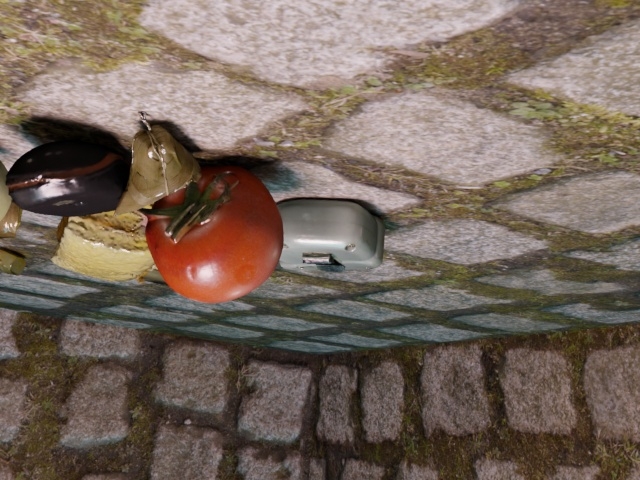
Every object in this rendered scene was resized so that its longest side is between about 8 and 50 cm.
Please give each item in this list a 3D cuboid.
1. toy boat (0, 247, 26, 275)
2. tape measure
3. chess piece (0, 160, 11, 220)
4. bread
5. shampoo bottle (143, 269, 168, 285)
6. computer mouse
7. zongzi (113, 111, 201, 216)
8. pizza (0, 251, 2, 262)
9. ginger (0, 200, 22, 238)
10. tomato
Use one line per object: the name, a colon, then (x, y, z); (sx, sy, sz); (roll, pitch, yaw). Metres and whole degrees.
toy boat: (-0.886, 0.060, 2.525); (0.066, 0.065, 0.172); (23, 165, 5)
tape measure: (0.000, 0.000, 1.870); (0.243, 0.125, 0.246); (-2, 166, 22)
chess piece: (-0.639, -0.123, 1.396); (0.234, 0.234, 0.442); (4, 169, 1)
bread: (-0.437, -0.006, 1.897); (0.236, 0.165, 0.375); (14, 164, -19)
shampoo bottle: (-0.508, 0.054, 2.334); (0.350, 0.084, 0.125); (15, 165, -36)
computer mouse: (-0.426, -0.111, 1.558); (0.183, 0.116, 0.323); (-8, 177, 5)
zongzi: (-0.306, -0.112, 1.472); (0.178, 0.081, 0.189); (-32, 160, 4)
pizza: (-0.867, -0.007, 1.991); (0.297, 0.071, 0.189); (29, -165, 23)
ginger: (-0.775, -0.057, 1.922); (0.263, 0.116, 0.109); (6, -152, -27)
tomato: (-0.189, -0.013, 1.608); (0.255, 0.256, 0.224); (-1, 148, 21)
